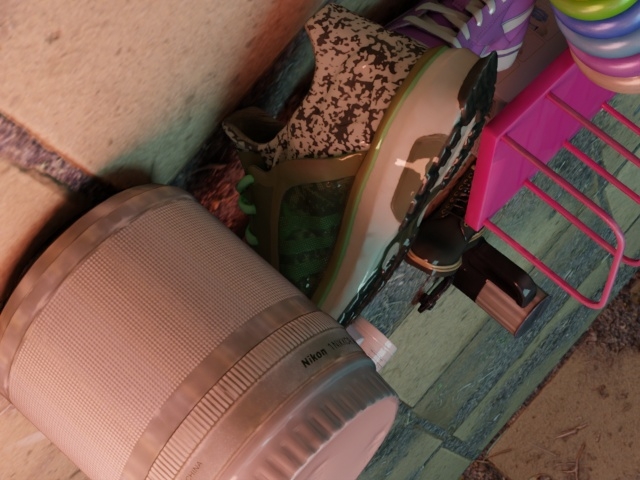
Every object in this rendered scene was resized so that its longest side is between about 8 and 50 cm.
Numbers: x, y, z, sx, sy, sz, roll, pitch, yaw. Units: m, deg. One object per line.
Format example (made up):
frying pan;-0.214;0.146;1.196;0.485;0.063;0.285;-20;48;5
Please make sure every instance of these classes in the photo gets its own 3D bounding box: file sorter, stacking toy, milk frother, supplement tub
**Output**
file sorter;0.318;-0.103;1.722;0.290;0.182;0.202;-43;161;-19
stacking toy;0.245;-0.252;1.476;0.141;0.141;0.330;-50;149;2
milk frother;0.229;0.085;2.353;0.143;0.134;0.129;-49;163;-1
supplement tub;0.039;0.156;2.136;0.107;0.071;0.071;-49;163;-4

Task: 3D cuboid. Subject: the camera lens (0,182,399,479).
camera lens;-0.104;0.107;1.308;0.219;0.274;0.219;-44;162;-18

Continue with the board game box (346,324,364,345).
board game box;-0.120;0.243;1.930;0.318;0.066;0.318;-21;147;-58

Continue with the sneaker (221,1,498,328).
sneaker;-0.010;-0.036;1.413;0.410;0.182;0.158;-59;170;33

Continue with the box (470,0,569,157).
box;0.209;-0.195;1.747;0.203;0.103;0.114;-41;161;-26

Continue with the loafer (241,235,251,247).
loafer;0.000;0.000;1.585;0.366;0.133;0.130;-58;175;30

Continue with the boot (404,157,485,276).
boot;0.173;-0.044;2.062;0.137;0.076;0.198;-64;172;28

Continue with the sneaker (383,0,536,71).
sneaker;0.130;-0.222;1.523;0.282;0.102;0.161;-39;158;-58
